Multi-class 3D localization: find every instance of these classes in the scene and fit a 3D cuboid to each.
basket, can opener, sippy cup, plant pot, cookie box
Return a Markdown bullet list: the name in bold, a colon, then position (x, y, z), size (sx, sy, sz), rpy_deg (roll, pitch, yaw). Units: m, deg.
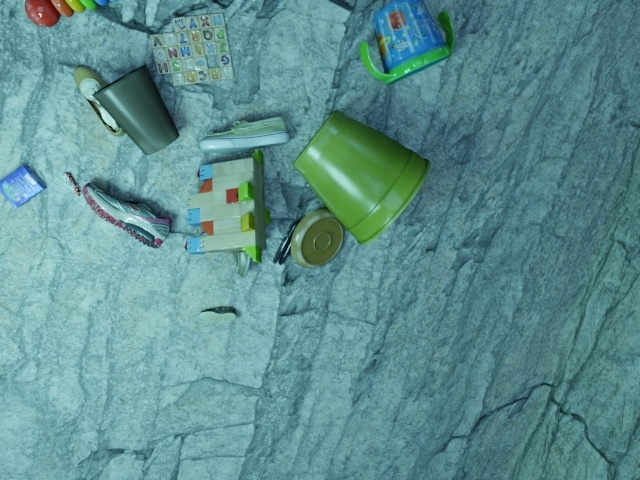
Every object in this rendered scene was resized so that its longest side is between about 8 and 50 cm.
- **basket**: position (-0.551, -0.390, 1.487), size (0.154, 0.204, 0.227), rpy_deg (-9, 123, 32)
- **can opener**: position (-0.119, 0.011, 1.769), size (0.059, 0.073, 0.186), rpy_deg (29, 107, -28)
- **sippy cup**: position (0.283, -0.665, 1.588), size (0.239, 0.305, 0.224), rpy_deg (-15, 103, 37)
- **plant pot**: position (0.112, -0.237, 1.619), size (0.352, 0.366, 0.367), rpy_deg (38, 95, -9)
- **cookie box**: position (-0.940, -0.169, 1.521), size (0.107, 0.040, 0.092), rpy_deg (-35, 111, -1)
- **plant pot**: position (0.000, 0.000, 1.760), size (0.236, 0.032, 0.237), rpy_deg (-17, 122, -29)

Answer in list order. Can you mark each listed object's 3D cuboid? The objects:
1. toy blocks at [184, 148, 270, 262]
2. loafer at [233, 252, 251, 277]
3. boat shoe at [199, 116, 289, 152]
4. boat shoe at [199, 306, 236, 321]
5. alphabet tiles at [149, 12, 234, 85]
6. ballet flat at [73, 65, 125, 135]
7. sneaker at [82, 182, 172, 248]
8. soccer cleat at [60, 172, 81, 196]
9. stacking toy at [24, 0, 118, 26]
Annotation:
- **toy blocks**: position (-0.321, -0.105, 1.598), size (0.260, 0.190, 0.382), rpy_deg (-6, 79, 15)
- **loafer**: position (-0.286, 0.006, 1.715), size (0.087, 0.094, 0.252), rpy_deg (2, 96, -5)
- **boat shoe**: position (-0.254, -0.352, 1.614), size (0.301, 0.109, 0.094), rpy_deg (-11, 93, -20)
- **boat shoe**: position (-0.380, 0.272, 1.792), size (0.132, 0.042, 0.049), rpy_deg (2, 126, -14)
- **alphabet tiles**: position (-0.409, -0.604, 1.538), size (0.236, 0.009, 0.199), rpy_deg (-11, 109, -11)
- **ballet flat**: position (-0.676, -0.428, 1.490), size (0.080, 0.073, 0.232), rpy_deg (-32, 111, -1)
- **sneaker**: position (-0.637, -0.094, 1.591), size (0.299, 0.120, 0.112), rpy_deg (36, 66, -20)
- **soccer cleat**: position (-0.805, -0.177, 1.560), size (0.035, 0.029, 0.083), rpy_deg (-22, 107, 3)
- **stacking toy**: position (-0.687, -0.716, 1.383), size (0.330, 0.141, 0.141), rpy_deg (-24, 111, 1)
